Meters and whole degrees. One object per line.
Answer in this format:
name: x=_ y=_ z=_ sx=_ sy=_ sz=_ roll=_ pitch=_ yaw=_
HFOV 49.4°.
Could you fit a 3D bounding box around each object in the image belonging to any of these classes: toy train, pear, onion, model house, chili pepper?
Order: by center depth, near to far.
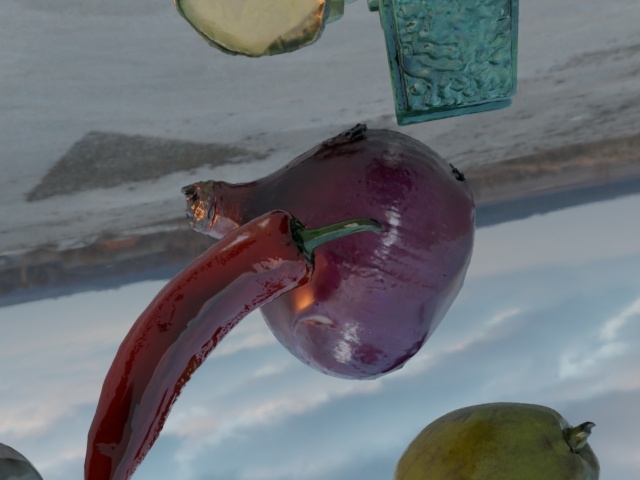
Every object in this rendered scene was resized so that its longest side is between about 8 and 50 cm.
chili pepper: x=-0.105 y=0.089 z=0.673 sx=0.368 sy=0.137 sz=0.092 roll=-48 pitch=152 yaw=-4
toy train: x=0.123 y=-0.270 z=0.692 sx=0.167 sy=0.238 sz=0.299 roll=-9 pitch=141 yaw=9
onion: x=0.000 y=0.000 z=0.922 sx=0.386 sy=0.347 sz=0.348 roll=16 pitch=176 yaw=-8
pear: x=0.270 y=0.387 z=1.064 sx=0.375 sy=0.287 sz=0.287 roll=-46 pitch=167 yaw=19
model house: x=-0.085 y=-0.484 z=1.167 sx=0.261 sy=0.321 sz=0.266 roll=-10 pitch=-161 yaw=28

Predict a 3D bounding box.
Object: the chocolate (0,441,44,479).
chocolate: x=-0.264 y=0.203 z=0.461 sx=0.221 sy=0.221 sz=0.147 roll=-10 pitch=143 yaw=27
